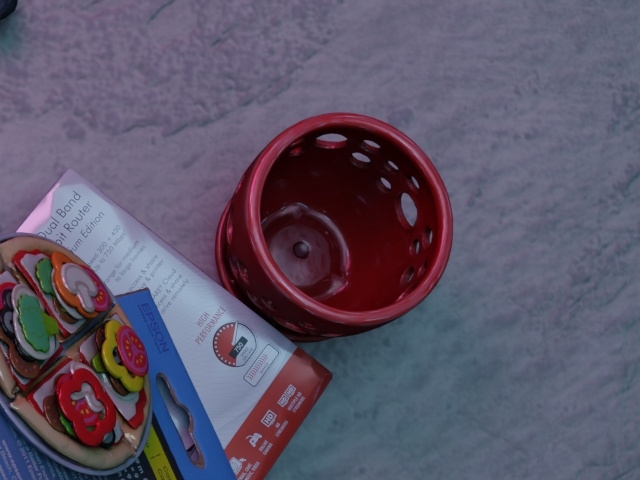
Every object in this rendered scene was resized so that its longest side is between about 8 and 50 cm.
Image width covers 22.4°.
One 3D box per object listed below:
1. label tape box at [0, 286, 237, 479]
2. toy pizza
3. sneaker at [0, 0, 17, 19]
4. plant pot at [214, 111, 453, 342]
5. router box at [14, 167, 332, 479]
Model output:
[{"bbox_3d":[-0.209,0.182,1.245,0.333,0.106,0.240,-13,76,-64],"label":"label tape box"},{"bbox_3d":[-0.188,0.081,1.223,0.201,0.032,0.201,43,31,-34],"label":"toy pizza"},{"bbox_3d":[-0.384,-0.297,1.446,0.122,0.110,0.283,-39,88,-7],"label":"sneaker"},{"bbox_3d":[0.000,0.000,1.450,0.191,0.174,0.191,6,73,-20],"label":"plant pot"},{"bbox_3d":[-0.204,0.160,1.380,0.301,0.082,0.335,38,66,-7],"label":"router box"}]
